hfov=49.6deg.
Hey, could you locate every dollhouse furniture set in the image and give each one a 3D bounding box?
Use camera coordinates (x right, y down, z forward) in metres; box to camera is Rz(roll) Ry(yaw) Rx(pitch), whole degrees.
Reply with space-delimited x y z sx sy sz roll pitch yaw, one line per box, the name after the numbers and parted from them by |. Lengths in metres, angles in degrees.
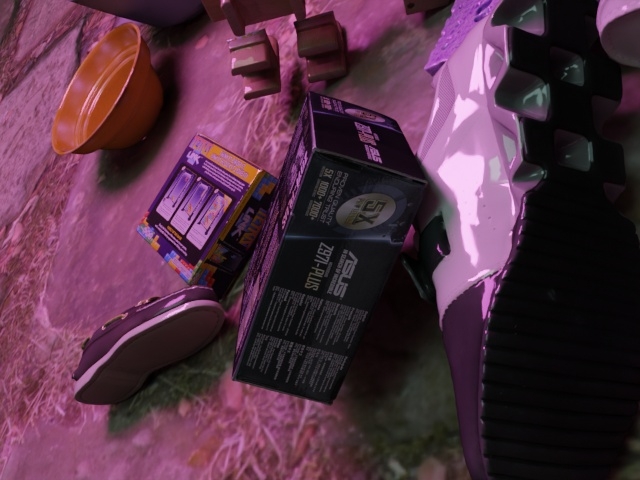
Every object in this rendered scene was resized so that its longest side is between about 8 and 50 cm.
-0.009 -0.294 0.692 0.242 0.212 0.161 -11 57 11 | dollhouse furniture set

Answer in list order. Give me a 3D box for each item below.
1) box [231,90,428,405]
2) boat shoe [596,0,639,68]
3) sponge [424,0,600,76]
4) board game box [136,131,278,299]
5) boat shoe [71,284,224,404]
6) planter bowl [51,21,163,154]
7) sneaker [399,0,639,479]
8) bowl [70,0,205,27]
0.000 0.000 0.513 0.147 0.077 0.180 -95 23 -65 | box
0.275 -0.098 0.330 0.302 0.113 0.103 12 78 43 | boat shoe
0.181 -0.192 0.526 0.210 0.031 0.117 -11 46 51 | sponge
-0.124 -0.033 0.769 0.141 0.048 0.170 -56 39 0 | board game box
-0.186 0.099 0.725 0.227 0.081 0.069 -35 49 30 | boat shoe
-0.296 -0.202 1.019 0.217 0.090 0.217 -25 51 35 | planter bowl
0.118 0.005 0.456 0.146 0.122 0.331 -29 49 59 | sneaker
-0.236 -0.451 1.054 0.311 0.163 0.312 -24 51 34 | bowl
